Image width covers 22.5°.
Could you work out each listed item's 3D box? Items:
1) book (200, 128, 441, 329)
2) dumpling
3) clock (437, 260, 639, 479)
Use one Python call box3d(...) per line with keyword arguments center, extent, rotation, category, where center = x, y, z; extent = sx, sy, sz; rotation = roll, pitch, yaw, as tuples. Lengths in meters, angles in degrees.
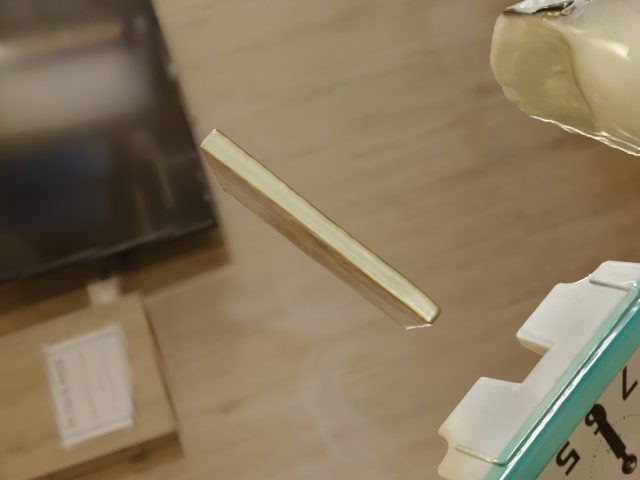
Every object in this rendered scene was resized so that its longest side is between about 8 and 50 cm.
box3d(center=(0.000, 0.000, 1.267), extent=(0.208, 0.020, 0.295), rotation=(38, 177, 3), category="book")
box3d(center=(0.266, -0.112, 1.070), extent=(0.243, 0.175, 0.227), rotation=(31, 163, 39), category="dumpling")
box3d(center=(0.237, 0.179, 1.403), extent=(0.116, 0.262, 0.231), rotation=(18, 150, 52), category="clock")
